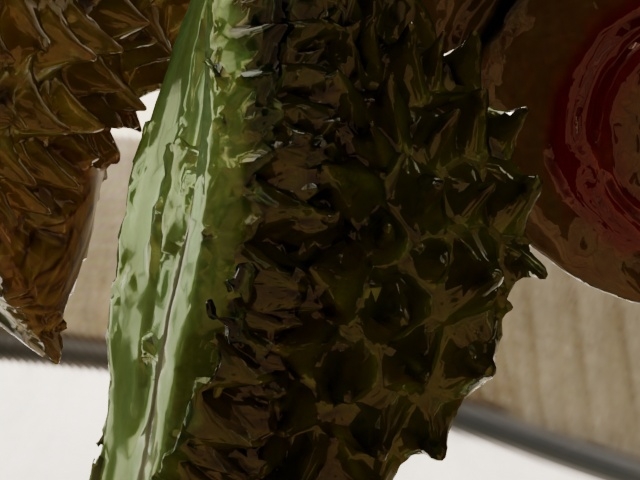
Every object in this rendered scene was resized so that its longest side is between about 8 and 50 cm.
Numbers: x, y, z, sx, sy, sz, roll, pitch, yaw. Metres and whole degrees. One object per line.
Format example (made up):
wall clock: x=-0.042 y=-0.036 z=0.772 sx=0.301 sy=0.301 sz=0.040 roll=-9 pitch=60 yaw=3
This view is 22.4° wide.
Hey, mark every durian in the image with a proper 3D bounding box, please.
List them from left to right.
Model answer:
durian: x=-0.133 y=-0.128 z=0.661 sx=0.185 sy=0.305 sz=0.196 roll=-12 pitch=-31 yaw=7
durian: x=-0.004 y=-0.002 z=0.515 sx=0.106 sy=0.375 sz=0.132 roll=19 pitch=-7 yaw=-30

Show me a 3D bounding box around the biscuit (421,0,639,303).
biscuit: x=0.212 y=-0.086 z=0.597 sx=0.367 sy=0.063 sz=0.314 roll=-8 pitch=-85 yaw=23
